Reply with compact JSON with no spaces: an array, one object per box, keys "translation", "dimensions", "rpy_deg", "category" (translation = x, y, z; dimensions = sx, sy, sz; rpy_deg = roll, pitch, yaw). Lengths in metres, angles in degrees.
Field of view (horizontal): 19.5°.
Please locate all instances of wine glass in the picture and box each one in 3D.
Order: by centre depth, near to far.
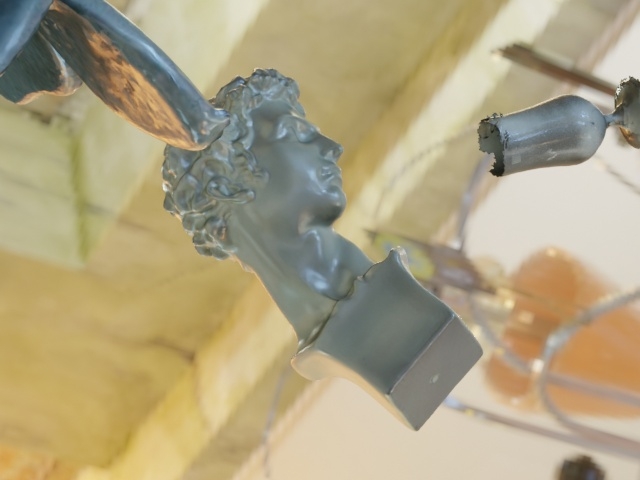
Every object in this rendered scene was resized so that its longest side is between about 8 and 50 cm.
[{"translation":[0.120,-0.055,0.910],"dimensions":[0.042,0.083,0.039],"rpy_deg":[-166,-114,-71],"category":"wine glass"}]

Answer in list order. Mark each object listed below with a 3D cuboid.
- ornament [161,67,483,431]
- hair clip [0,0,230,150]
[{"translation":[-0.007,0.013,1.296],"dimensions":[0.130,0.120,0.285],"rpy_deg":[-34,-111,-3],"category":"ornament"},{"translation":[-0.235,-0.155,0.900],"dimensions":[0.318,0.238,0.392],"rpy_deg":[34,-37,45],"category":"hair clip"}]
